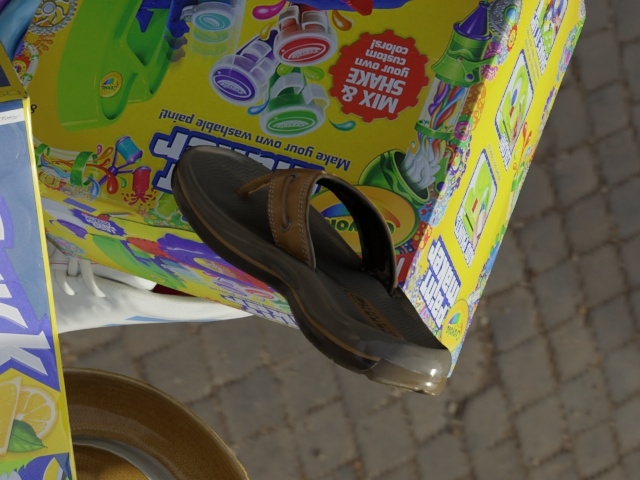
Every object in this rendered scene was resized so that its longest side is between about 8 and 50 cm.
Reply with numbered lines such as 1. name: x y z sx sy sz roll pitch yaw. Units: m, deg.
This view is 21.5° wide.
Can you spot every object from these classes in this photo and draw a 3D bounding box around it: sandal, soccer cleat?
1. sandal: 0.000 0.000 0.845 0.090 0.219 0.060 13 110 -34
2. soccer cleat: -0.179 0.012 1.272 0.331 0.143 0.116 -6 81 6

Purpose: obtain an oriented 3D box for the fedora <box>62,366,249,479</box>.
1. fedora: -0.118 0.140 0.667 0.194 0.079 0.194 -2 79 9

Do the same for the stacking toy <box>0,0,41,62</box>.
1. stacking toy: -0.212 -0.147 1.577 0.141 0.141 0.330 -21 62 -28

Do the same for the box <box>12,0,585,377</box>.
1. box: -0.015 -0.101 1.079 0.177 0.290 0.279 59 50 -66

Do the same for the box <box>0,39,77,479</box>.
1. box: -0.115 0.023 0.531 0.059 0.054 0.169 -12 123 -16
